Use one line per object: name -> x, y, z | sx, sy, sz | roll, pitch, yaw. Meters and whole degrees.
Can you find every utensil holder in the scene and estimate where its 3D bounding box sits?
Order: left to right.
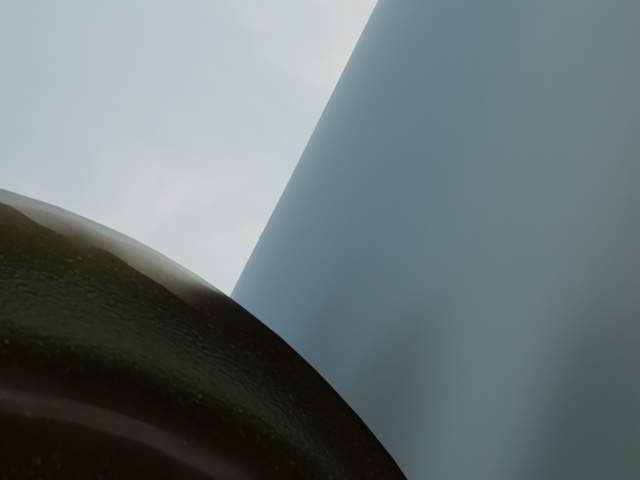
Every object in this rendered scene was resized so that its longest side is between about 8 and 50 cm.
utensil holder -> 0.148, 0.014, 0.583 | 0.327, 0.385, 0.327 | 25, -172, -4

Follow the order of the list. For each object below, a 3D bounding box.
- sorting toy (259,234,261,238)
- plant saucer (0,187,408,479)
sorting toy -> 0.000, 0.000, 1.431 | 0.045, 0.083, 0.075 | 56, -175, -12
plant saucer -> -0.069, 0.137, 0.314 | 0.310, 0.050, 0.311 | 6, -101, -34
